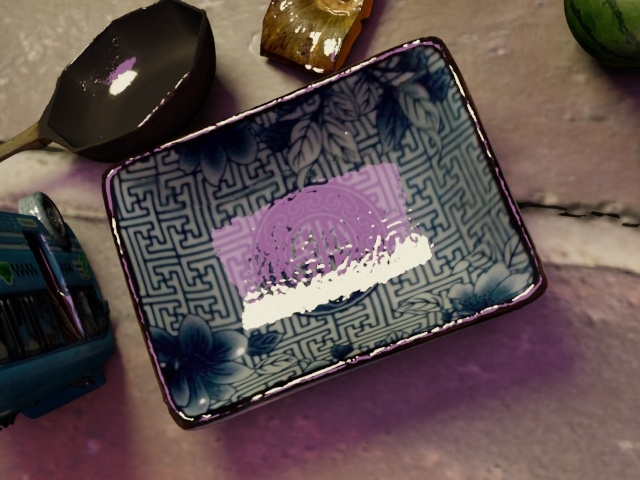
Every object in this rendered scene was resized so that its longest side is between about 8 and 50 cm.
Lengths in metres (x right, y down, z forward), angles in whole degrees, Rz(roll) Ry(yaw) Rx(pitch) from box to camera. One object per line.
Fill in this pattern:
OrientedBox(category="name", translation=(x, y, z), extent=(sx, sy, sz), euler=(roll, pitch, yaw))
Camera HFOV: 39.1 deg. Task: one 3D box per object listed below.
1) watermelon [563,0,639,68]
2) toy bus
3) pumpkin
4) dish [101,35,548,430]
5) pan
OrientedBox(category="watermelon", translation=(0.207, -0.164, 0.586), extent=(0.109, 0.109, 0.109), euler=(-1, 78, 7))
OrientedBox(category="toy bus", translation=(-0.206, 0.048, 0.520), extent=(0.113, 0.246, 0.134), euler=(-26, 87, 1))
OrientedBox(category="pumpkin", translation=(0.000, -0.166, 0.645), extent=(0.073, 0.035, 0.101), euler=(21, 85, 23))
OrientedBox(category="dish", translation=(0.000, 0.000, 0.584), extent=(0.243, 0.080, 0.182), euler=(-22, 75, 6))
OrientedBox(category="pan", translation=(-0.158, -0.096, 0.636), extent=(0.202, 0.048, 0.128), euler=(-13, 48, 24))
